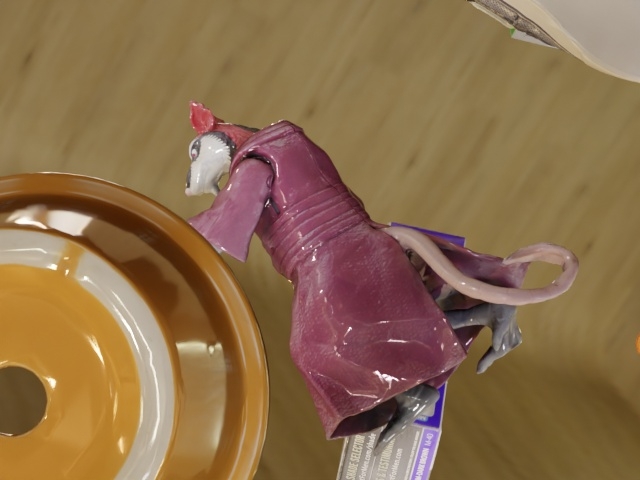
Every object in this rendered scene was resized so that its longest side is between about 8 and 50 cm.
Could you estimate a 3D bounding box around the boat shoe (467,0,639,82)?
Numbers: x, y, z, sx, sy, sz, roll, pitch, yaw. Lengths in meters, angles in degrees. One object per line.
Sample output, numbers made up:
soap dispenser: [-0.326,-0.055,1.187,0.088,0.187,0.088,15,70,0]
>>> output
boat shoe: [0.237,-0.279,1.807,0.340,0.127,0.158,32,180,-9]

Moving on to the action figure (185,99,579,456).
action figure: [0.000,0.000,1.538,0.370,0.276,0.248,51,-142,10]

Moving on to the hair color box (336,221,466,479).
hair color box: [0.095,0.157,1.993,0.110,0.185,0.339,13,-139,2]

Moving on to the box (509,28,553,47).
box: [0.368,-0.338,1.943,0.231,0.262,0.127,10,-133,-16]

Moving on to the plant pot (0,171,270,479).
plant pot: [-0.122,0.066,0.708,0.205,0.205,0.188,32,175,0]

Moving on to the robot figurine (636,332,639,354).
robot figurine: [0.322,0.034,1.259,0.158,0.128,0.219,-3,163,39]
